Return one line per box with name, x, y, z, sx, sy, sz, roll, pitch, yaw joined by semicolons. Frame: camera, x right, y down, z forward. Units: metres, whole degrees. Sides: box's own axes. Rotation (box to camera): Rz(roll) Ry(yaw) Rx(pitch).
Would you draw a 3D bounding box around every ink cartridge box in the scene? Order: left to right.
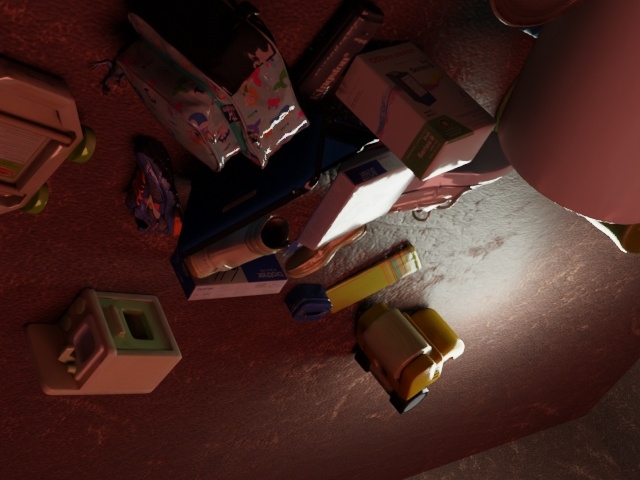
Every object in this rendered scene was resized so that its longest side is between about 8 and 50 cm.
ink cartridge box;-0.173;0.057;1.800;0.207;0.097;0.046;-3;141;-39
ink cartridge box;0.063;-0.060;1.613;0.223;0.045;0.224;-26;159;-45
ink cartridge box;0.153;-0.212;1.522;0.154;0.212;0.093;-23;152;-45

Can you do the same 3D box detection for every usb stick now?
usb stick;-0.003;-0.265;1.506;0.077;0.045;0.278;8;134;-45

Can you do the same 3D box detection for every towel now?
towel;0.117;0.086;2.169;0.237;0.021;0.102;-27;144;-1

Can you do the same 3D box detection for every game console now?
game console;-0.063;-0.080;1.555;0.293;0.250;0.173;-27;128;31

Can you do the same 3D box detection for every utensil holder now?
utensil holder;0.473;-0.263;1.396;0.328;0.327;0.385;-10;142;-29

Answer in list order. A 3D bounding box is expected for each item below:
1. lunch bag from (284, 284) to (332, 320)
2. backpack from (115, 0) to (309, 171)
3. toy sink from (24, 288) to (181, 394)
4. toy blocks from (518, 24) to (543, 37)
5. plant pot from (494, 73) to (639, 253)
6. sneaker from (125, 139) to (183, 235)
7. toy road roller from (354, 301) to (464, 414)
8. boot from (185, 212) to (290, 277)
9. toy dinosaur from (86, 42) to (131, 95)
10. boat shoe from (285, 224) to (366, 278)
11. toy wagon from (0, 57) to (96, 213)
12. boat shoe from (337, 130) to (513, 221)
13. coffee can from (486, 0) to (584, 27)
lunch bag;-0.027;0.141;2.080;0.098;0.065;0.067;2;138;-42
backpack;-0.136;-0.210;1.287;0.191;0.225;0.253;-48;152;-2
toy sink;-0.400;0.186;1.752;0.234;0.152;0.131;9;133;-45
toy blocks;0.470;-0.445;1.534;0.261;0.190;0.381;14;130;-36
plant pot;0.584;-0.176;1.830;0.367;0.353;0.366;-21;149;-13
sneaker;-0.277;-0.075;1.536;0.087;0.083;0.221;-11;142;-6
toy road roller;0.234;0.260;2.363;0.241;0.202;0.329;-35;157;-15
boot;-0.123;-0.001;1.673;0.165;0.077;0.213;-20;-176;24
toy dinosaur;-0.278;-0.236;1.328;0.090;0.047;0.082;-20;169;-35
boat shoe;0.000;0.000;1.905;0.190;0.068;0.072;-39;138;-3
toy wagon;-0.493;-0.106;1.316;0.344;0.068;0.267;-42;147;23
boat shoe;0.202;-0.107;1.831;0.367;0.135;0.156;-16;147;-17
coffee can;0.236;-0.440;1.212;0.202;0.275;0.201;-21;149;-14
